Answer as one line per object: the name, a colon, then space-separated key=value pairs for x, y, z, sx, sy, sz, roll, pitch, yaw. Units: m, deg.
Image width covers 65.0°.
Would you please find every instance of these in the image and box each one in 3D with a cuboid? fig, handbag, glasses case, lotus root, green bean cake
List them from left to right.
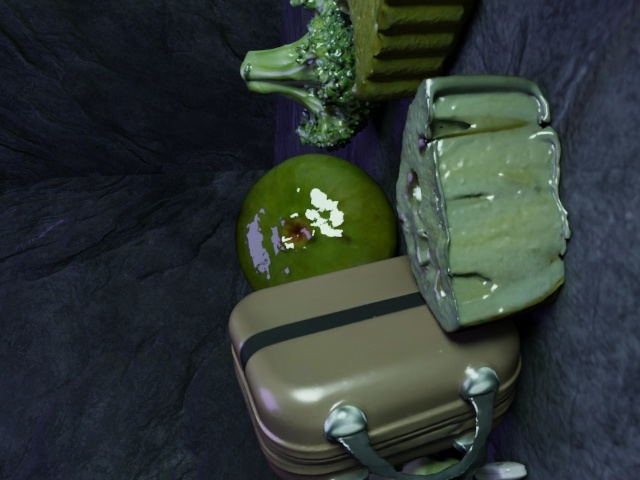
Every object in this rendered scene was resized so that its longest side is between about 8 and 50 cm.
fig: x=0.000 y=0.000 z=0.931 sx=0.316 sy=0.316 sz=0.316 roll=176 pitch=90 yaw=-80
handbag: x=0.067 y=0.146 z=0.536 sx=0.283 sy=0.302 sz=0.149 roll=-119 pitch=23 yaw=-55
green bean cake: x=0.101 y=-0.327 z=0.643 sx=0.233 sy=0.124 sz=0.236 roll=109 pitch=155 yaw=-63
lotus root: x=0.150 y=-0.035 z=0.496 sx=0.138 sy=0.119 sz=0.234 roll=-178 pitch=83 yaw=-80
glasses case: x=0.200 y=0.259 z=0.562 sx=0.083 sy=0.032 sz=0.021 roll=104 pitch=162 yaw=-64

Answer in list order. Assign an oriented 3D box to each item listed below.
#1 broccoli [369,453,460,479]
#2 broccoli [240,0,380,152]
broccoli: x=0.102 y=0.367 z=0.622 sx=0.293 sy=0.348 sz=0.281 roll=36 pitch=138 yaw=16
broccoli: x=0.011 y=-0.309 z=0.910 sx=0.260 sy=0.235 sz=0.288 roll=10 pitch=97 yaw=44
